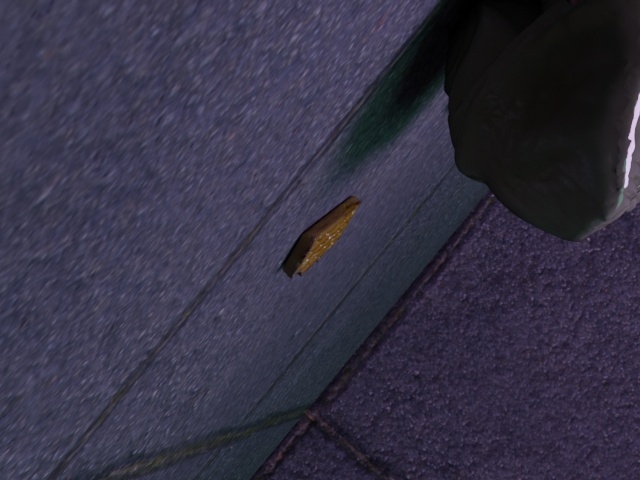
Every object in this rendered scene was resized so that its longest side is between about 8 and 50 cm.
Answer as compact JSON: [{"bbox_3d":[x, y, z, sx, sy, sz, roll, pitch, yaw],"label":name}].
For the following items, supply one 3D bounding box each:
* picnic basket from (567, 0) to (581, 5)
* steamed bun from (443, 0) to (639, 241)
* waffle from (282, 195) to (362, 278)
[{"bbox_3d":[0.267,-0.359,1.036,0.222,0.129,0.297,-44,168,-27],"label":"picnic basket"},{"bbox_3d":[0.268,-0.188,1.344,0.342,0.255,0.367,27,77,-71],"label":"steamed bun"},{"bbox_3d":[0.000,0.000,1.514,0.135,0.021,0.092,-39,166,-51],"label":"waffle"}]
